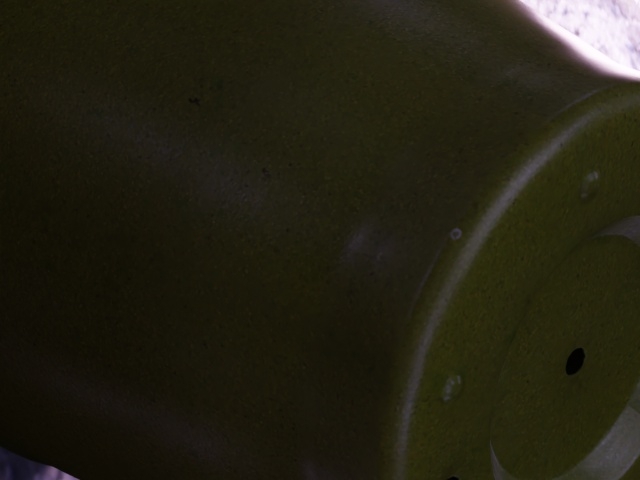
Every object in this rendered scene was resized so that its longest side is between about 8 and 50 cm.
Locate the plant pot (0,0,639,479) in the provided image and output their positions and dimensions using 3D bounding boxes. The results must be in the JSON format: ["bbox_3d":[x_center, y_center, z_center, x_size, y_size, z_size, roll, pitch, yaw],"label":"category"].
[{"bbox_3d":[0.000,0.000,0.654,0.366,0.353,0.366,-20,121,-38],"label":"plant pot"}]
